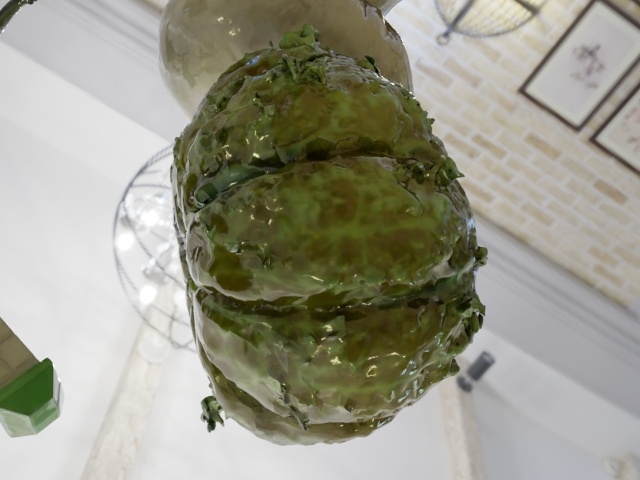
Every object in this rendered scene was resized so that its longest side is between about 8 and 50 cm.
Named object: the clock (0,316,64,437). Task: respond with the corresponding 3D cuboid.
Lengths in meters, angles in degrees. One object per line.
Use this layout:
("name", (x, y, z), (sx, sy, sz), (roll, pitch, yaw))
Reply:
("clock", (-0.319, 0.078, 0.507), (0.255, 0.106, 0.220), (42, -119, 16))

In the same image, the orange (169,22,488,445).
("orange", (0.000, 0.000, 0.626), (0.223, 0.300, 0.301), (-6, -115, -19))

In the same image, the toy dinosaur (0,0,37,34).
("toy dinosaur", (-0.503, -0.199, 1.060), (0.076, 0.363, 0.147), (37, -139, -48))

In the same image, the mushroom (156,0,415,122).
("mushroom", (-0.006, -0.197, 0.954), (0.356, 0.315, 0.315), (-10, -139, -10))
